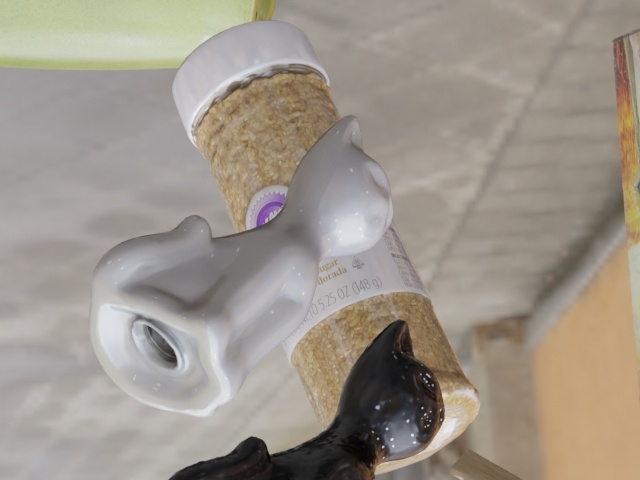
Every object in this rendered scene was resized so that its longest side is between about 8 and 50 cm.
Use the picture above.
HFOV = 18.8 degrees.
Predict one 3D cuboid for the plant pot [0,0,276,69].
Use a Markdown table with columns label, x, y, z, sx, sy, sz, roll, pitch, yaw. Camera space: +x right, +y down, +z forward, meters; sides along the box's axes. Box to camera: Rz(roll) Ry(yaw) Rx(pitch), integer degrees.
| label | x | y | z | sx | sy | sz | roll | pitch | yaw |
| --- | --- | --- | --- | --- | --- | --- | --- | --- | --- |
| plant pot | -0.213 | -0.319 | 1.948 | 0.353 | 0.367 | 0.366 | 13 | 163 | 3 |

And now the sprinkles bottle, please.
| label | x | y | z | sx | sy | sz | roll | pitch | yaw |
| --- | --- | --- | --- | --- | --- | --- | --- | --- | --- |
| sprinkles bottle | 0.000 | 0.000 | 1.471 | 0.121 | 0.355 | 0.121 | -19 | 152 | -11 |

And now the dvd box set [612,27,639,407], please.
| label | x | y | z | sx | sy | sz | roll | pitch | yaw |
| --- | --- | --- | --- | --- | --- | --- | --- | --- | --- |
| dvd box set | 0.377 | -0.014 | 1.915 | 0.062 | 0.421 | 0.307 | -4 | 180 | -10 |

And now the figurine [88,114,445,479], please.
| label | x | y | z | sx | sy | sz | roll | pitch | yaw |
| --- | --- | --- | --- | --- | --- | --- | --- | --- | --- |
| figurine | -0.011 | 0.061 | 1.021 | 0.092 | 0.215 | 0.209 | 5 | -150 | 37 |

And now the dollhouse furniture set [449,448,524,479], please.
| label | x | y | z | sx | sy | sz | roll | pitch | yaw |
| --- | --- | --- | --- | --- | --- | --- | --- | --- | --- |
| dollhouse furniture set | 0.125 | 0.347 | 1.709 | 0.161 | 0.212 | 0.242 | 29 | -152 | 15 |
